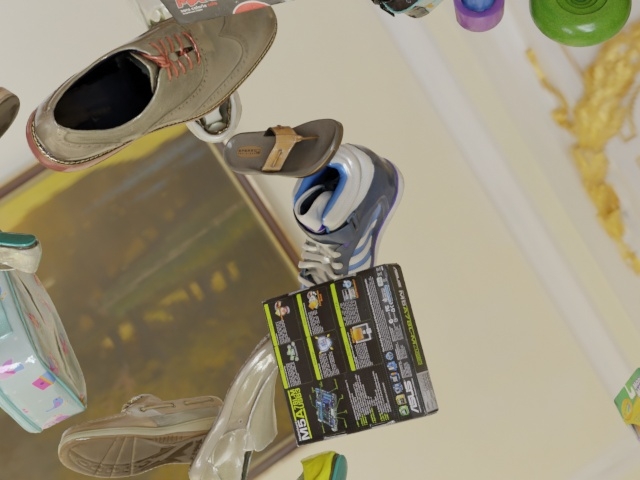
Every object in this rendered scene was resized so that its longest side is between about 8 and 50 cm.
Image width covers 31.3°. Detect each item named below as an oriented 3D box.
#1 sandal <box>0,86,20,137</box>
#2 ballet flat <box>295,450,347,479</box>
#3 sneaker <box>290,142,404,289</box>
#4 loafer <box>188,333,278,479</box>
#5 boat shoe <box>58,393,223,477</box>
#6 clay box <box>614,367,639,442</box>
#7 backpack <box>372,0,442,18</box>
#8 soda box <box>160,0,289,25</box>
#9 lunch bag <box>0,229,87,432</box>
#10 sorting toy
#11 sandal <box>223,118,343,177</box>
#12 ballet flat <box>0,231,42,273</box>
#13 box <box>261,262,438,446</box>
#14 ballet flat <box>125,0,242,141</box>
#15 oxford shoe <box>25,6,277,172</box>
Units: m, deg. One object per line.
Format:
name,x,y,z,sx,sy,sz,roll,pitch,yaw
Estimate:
sandal,-0.487,-0.114,1.442,0.240,0.079,0.088,-52,165,-24
ballet flat,-0.015,0.388,1.558,0.077,0.077,0.231,-3,-135,15
sneaker,0.001,0.000,1.791,0.236,0.130,0.323,8,108,-59
loafer,-0.099,0.253,1.674,0.268,0.092,0.102,-62,177,17
boat shoe,-0.278,0.301,1.823,0.302,0.098,0.109,-2,134,-32
clay box,0.504,0.279,1.582,0.053,0.222,0.127,-23,154,-20
backpack,0.121,-0.364,1.294,0.188,0.166,0.144,-44,169,27
soda box,-0.069,-0.248,1.046,0.169,0.060,0.053,-6,-126,28
lunch bag,-0.446,0.122,1.637,0.108,0.279,0.224,-29,149,-3
sorting toy,0.344,-0.319,1.384,0.365,0.127,0.126,-1,159,7
sandal,-0.065,-0.143,1.709,0.219,0.060,0.090,2,-105,35
ballet flat,-0.437,0.010,1.456,0.168,0.052,0.057,12,-151,8
box,0.034,0.141,1.402,0.184,0.190,0.045,-19,171,29
ballet flat,-0.219,-0.334,1.821,0.139,0.400,0.139,-18,-157,8
oxford shoe,-0.177,-0.194,1.339,0.348,0.123,0.130,-39,-174,-21
